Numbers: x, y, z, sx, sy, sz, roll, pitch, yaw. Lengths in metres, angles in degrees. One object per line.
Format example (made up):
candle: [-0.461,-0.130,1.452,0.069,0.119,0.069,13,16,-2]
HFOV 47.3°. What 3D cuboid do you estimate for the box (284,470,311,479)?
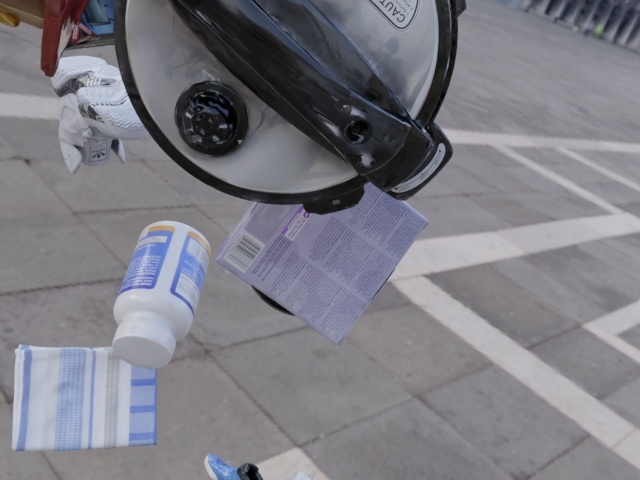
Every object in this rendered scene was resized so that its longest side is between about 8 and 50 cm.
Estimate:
box: [-0.125,0.613,1.643,0.063,0.324,0.067,43,38,-6]

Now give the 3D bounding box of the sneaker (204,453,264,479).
sneaker: [-0.173,0.480,1.515,0.152,0.085,0.058,42,14,33]

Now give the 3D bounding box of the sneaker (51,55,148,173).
sneaker: [-0.424,-0.221,1.445,0.137,0.210,0.366,-17,37,-31]

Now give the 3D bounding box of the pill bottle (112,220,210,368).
pill bottle: [-0.316,0.107,1.434,0.152,0.152,0.272,17,49,-10]

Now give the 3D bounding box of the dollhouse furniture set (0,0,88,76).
dollhouse furniture set: [-0.267,-0.354,0.655,0.201,0.152,0.374,20,55,-13]

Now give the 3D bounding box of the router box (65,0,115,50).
router box: [-0.265,-0.274,0.803,0.092,0.038,0.123,-35,103,-58]

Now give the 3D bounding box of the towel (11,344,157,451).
towel: [-0.472,0.315,1.477,0.284,0.034,0.209,4,70,-21]

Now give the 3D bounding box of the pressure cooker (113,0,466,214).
pressure cooker: [-0.026,-0.232,0.835,0.369,0.376,0.420,2,20,6]

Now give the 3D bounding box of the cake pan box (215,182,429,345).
cake pan box: [0.000,0.000,1.162,0.245,0.267,0.070,35,2,-11]
